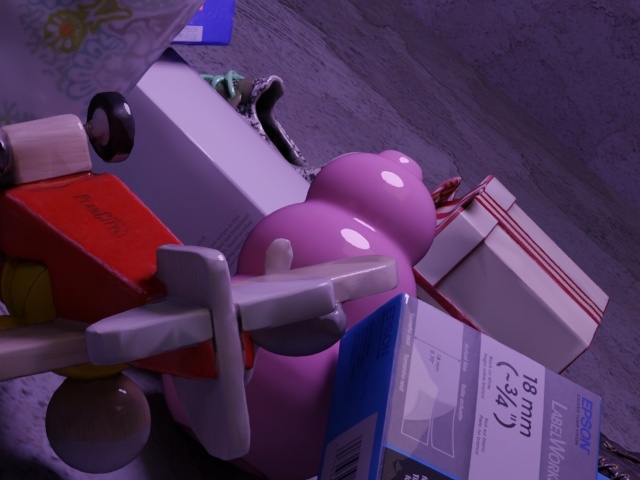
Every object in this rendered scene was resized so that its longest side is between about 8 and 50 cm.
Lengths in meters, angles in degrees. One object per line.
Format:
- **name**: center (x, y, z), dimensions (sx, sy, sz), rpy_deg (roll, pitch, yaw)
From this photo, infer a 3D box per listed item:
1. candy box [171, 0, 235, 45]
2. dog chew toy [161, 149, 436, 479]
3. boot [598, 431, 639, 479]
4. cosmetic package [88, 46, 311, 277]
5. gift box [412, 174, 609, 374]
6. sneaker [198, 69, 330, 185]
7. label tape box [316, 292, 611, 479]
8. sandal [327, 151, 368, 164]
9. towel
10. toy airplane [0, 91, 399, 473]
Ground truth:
- **candy box**: center (-0.290, -0.290, 1.861), dimensions (0.317, 0.122, 0.268), rpy_deg (10, 8, 22)
- **dog chew toy**: center (-0.004, 0.060, 1.572), dimensions (0.206, 0.332, 0.206), rpy_deg (30, -14, 8)
- **boot**: center (0.355, 0.300, 2.162), dimensions (0.229, 0.091, 0.263), rpy_deg (35, 16, -3)
- **cosmetic package**: center (-0.117, -0.037, 1.837), dimensions (0.365, 0.155, 0.197), rpy_deg (44, 19, 9)
- **gift box**: center (0.182, 0.076, 2.028), dimensions (0.258, 0.255, 0.276), rpy_deg (45, 16, 3)
- **sneaker**: center (-0.120, -0.153, 2.036), dimensions (0.410, 0.182, 0.158), rpy_deg (47, 20, 14)
- **label tape box**: center (0.161, 0.226, 1.426), dimensions (0.333, 0.106, 0.241), rpy_deg (28, 49, -21)
- **sandal**: center (0.110, -0.026, 2.331), dimensions (0.265, 0.102, 0.076), rpy_deg (36, 17, -24)
- **towel**: center (-0.341, -0.251, 1.614), dimensions (0.374, 0.320, 0.090), rpy_deg (40, 12, -4)
- **toy airplane**: center (-0.154, 0.073, 1.297), dimensions (0.386, 0.272, 0.384), rpy_deg (10, 26, 9)
